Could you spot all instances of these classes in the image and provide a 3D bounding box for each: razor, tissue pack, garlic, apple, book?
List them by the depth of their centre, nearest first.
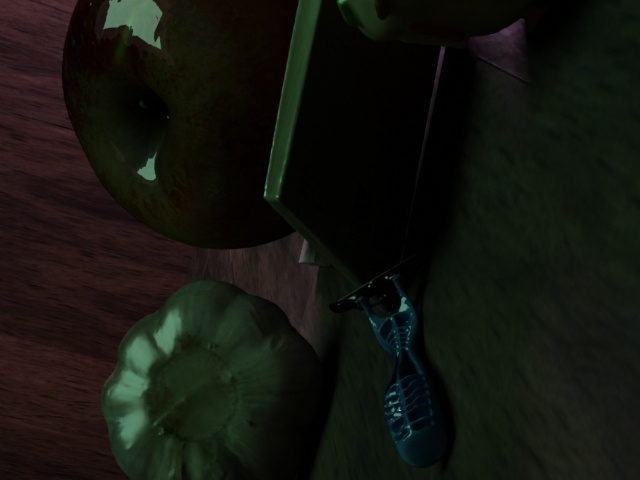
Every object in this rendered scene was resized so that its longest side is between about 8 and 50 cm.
[{"bbox_3d":[0.057,0.082,1.136,0.082,0.042,0.253,-31,19,8],"label":"razor"},{"bbox_3d":[0.034,-0.113,1.291,0.215,0.025,0.282,46,-131,-53],"label":"book"},{"bbox_3d":[-0.084,0.153,1.581,0.212,0.219,0.218,16,-91,-69],"label":"garlic"},{"bbox_3d":[-0.094,-0.164,1.679,0.277,0.348,0.348,-26,-29,-39],"label":"apple"},{"bbox_3d":[0.000,0.000,1.736,0.108,0.023,0.056,-177,102,-82],"label":"tissue pack"}]

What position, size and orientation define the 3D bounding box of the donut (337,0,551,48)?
[{"bbox_3d":[0.108,-0.281,1.060,0.371,0.150,0.307,112,171,-45],"label":"donut"}]
